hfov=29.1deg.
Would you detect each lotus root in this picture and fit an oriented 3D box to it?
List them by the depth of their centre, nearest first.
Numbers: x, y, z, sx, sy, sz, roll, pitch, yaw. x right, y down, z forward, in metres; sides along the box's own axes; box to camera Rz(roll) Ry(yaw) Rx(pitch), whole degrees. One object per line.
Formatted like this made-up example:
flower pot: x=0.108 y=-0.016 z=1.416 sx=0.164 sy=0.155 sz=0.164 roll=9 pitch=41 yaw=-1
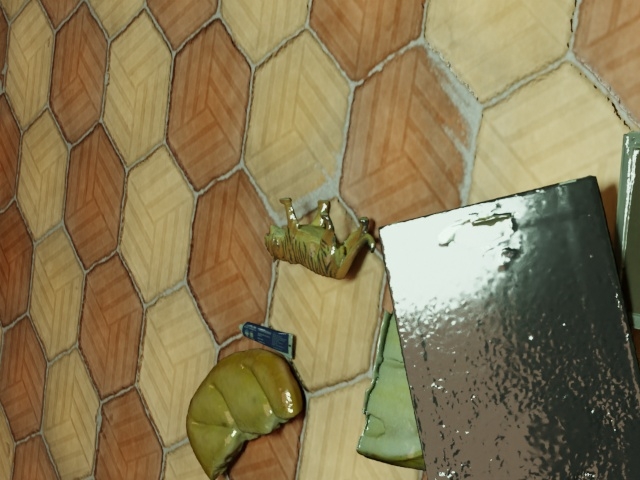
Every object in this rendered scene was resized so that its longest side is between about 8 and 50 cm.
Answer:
lotus root: x=0.128 y=0.147 z=1.402 sx=0.119 sy=0.138 sz=0.235 roll=15 pitch=100 yaw=48

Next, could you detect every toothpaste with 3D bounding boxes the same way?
toothpaste: x=-0.079 y=0.140 z=1.796 sx=0.140 sy=0.021 sz=0.037 roll=15 pitch=109 yaw=52

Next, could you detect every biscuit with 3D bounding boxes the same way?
biscuit: x=-0.122 y=0.244 z=1.836 sx=0.299 sy=0.045 sz=0.154 roll=-44 pitch=54 yaw=45

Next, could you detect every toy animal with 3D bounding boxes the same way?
toy animal: x=0.000 y=0.000 z=1.662 sx=0.241 sy=0.057 sz=0.099 roll=22 pitch=114 yaw=51

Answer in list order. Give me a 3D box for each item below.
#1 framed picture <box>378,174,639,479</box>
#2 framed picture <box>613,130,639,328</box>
framed picture: x=0.201 y=0.116 z=1.274 sx=0.244 sy=0.013 sz=0.324 roll=-13 pitch=82 yaw=22
framed picture: x=0.375 y=0.000 z=1.155 sx=0.252 sy=0.014 sz=0.197 roll=11 pitch=99 yaw=55
